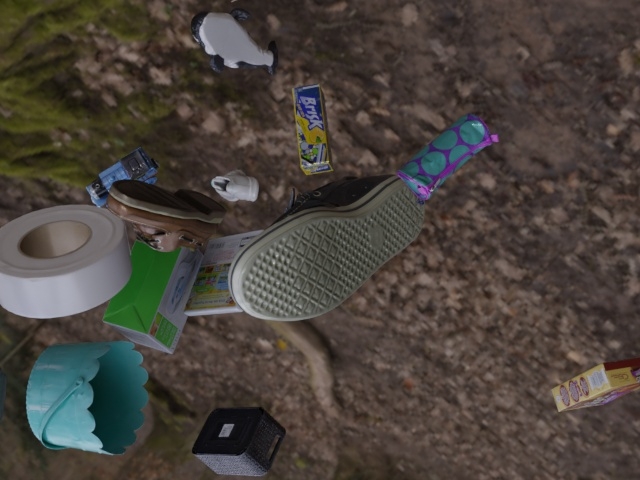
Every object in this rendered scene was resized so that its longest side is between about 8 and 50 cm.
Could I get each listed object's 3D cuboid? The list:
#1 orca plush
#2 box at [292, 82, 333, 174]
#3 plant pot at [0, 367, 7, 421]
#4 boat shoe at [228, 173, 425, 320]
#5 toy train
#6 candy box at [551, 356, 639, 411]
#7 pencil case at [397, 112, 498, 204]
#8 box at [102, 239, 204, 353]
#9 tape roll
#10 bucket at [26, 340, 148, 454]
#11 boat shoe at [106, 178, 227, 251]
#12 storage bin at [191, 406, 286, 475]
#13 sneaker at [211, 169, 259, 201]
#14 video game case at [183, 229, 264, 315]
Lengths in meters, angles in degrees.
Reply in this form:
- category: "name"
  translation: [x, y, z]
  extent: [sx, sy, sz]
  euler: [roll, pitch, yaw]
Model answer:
- category: "orca plush"
  translation: [-0.214, -0.475, 2.049]
  extent: [0.102, 0.151, 0.287]
  euler: [29, -157, 33]
- category: "box"
  translation: [-0.015, -0.219, 1.727]
  extent: [0.054, 0.059, 0.169]
  euler: [52, -150, -73]
- category: "plant pot"
  translation: [-0.660, 0.262, 1.406]
  extent: [0.247, 0.252, 0.248]
  euler: [10, 146, 41]
- category: "boat shoe"
  translation: [0.000, 0.000, 1.532]
  extent: [0.156, 0.500, 0.187]
  euler: [10, 116, 35]
- category: "toy train"
  translation: [-0.470, -0.146, 2.085]
  extent: [0.080, 0.184, 0.105]
  euler: [58, 177, 10]
- category: "candy box"
  translation: [0.536, 0.274, 1.667]
  extent: [0.186, 0.109, 0.053]
  euler: [123, 138, -59]
- category: "pencil case"
  translation: [0.191, -0.126, 1.329]
  extent: [0.070, 0.152, 0.064]
  euler: [41, 168, 42]
- category: "box"
  translation: [-0.401, 0.121, 2.160]
  extent: [0.127, 0.262, 0.231]
  euler: [16, 163, 12]
- category: "tape roll"
  translation: [-0.534, 0.036, 1.802]
  extent: [0.286, 0.286, 0.100]
  euler: [31, 136, 43]
- category: "bucket"
  translation: [-0.547, 0.366, 2.066]
  extent: [0.183, 0.281, 0.281]
  euler: [0, 151, 16]
- category: "boat shoe"
  translation: [-0.262, -0.028, 1.488]
  extent: [0.111, 0.104, 0.307]
  euler: [35, -170, 23]
- category: "storage bin"
  translation: [-0.180, 0.439, 1.925]
  extent: [0.180, 0.122, 0.084]
  euler: [-10, 132, 41]
- category: "sneaker"
  translation: [-0.228, -0.137, 2.149]
  extent: [0.094, 0.080, 0.212]
  euler: [3, -177, -25]
- category: "video game case"
  translation: [-0.230, 0.081, 2.123]
  extent: [0.026, 0.206, 0.227]
  euler: [33, 153, -34]
